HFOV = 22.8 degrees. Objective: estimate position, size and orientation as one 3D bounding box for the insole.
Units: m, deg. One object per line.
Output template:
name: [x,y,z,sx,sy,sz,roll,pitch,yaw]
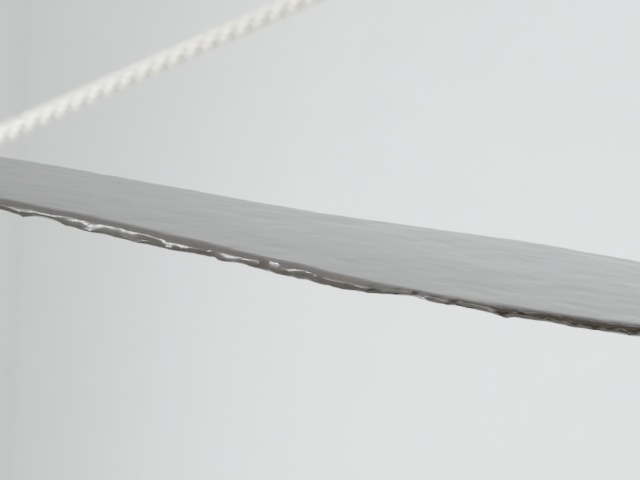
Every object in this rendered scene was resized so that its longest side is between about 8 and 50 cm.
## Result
insole: [0.000,0.000,0.440,0.111,0.328,0.007,-13,-69,-69]
